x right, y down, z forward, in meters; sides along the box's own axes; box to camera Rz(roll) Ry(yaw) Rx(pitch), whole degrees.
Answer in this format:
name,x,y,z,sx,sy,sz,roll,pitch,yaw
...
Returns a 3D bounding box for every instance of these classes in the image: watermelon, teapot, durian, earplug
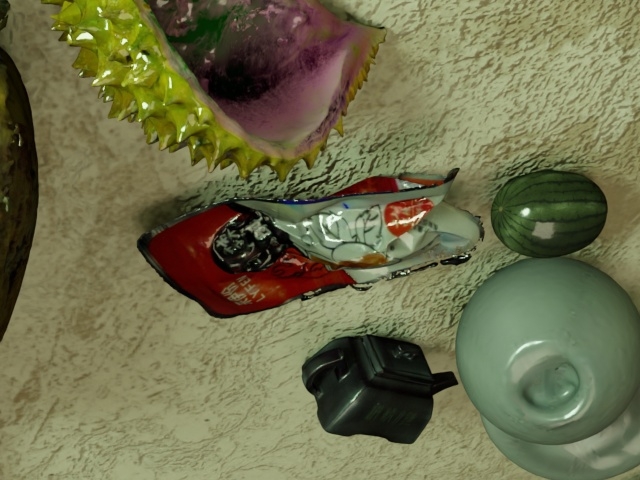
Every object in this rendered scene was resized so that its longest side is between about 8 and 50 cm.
name,x,y,z,sx,sy,sz,roll,pitch,yaw
watermelon,0.203,-0.023,1.126,0.110,0.078,0.078,-4,142,-17
teapot,0.062,0.136,1.275,0.177,0.087,0.096,14,129,-35
durian,-0.080,-0.115,0.838,0.153,0.186,0.260,-41,124,21
earplug,0.248,0.145,1.280,0.214,0.175,0.325,-24,144,14

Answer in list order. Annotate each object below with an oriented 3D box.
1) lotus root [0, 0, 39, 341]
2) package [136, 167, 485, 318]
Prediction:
name,x,y,z,sx,sy,sz,roll,pitch,yaw
lotus root,-0.287,0.014,0.855,0.179,0.196,0.398,3,121,-37
package,0.000,0.000,1.094,0.269,0.071,0.194,-11,143,15
